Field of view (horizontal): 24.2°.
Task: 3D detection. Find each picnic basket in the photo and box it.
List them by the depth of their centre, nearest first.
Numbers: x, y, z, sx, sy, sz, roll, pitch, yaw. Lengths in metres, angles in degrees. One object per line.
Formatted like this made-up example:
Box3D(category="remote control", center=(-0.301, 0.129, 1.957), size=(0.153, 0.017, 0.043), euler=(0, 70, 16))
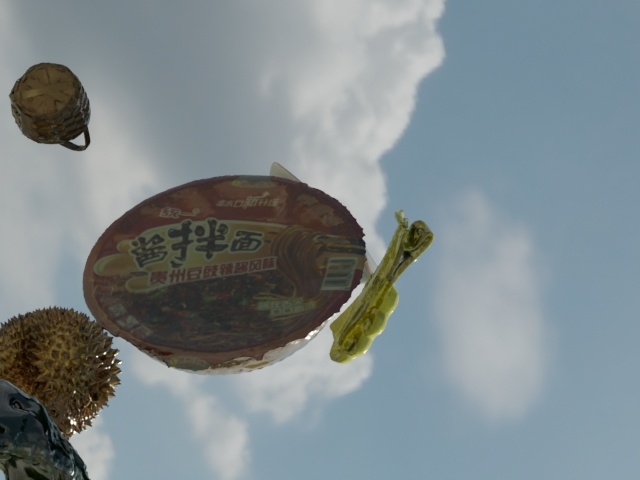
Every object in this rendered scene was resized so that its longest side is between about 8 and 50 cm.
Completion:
Box3D(category="picnic basket", center=(-0.232, -0.107, 1.293), size=(0.072, 0.072, 0.083), euler=(57, -15, 23))

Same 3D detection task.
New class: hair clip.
Box3D(category="hair clip", center=(0.058, 0.052, 1.535), size=(0.173, 0.046, 0.072), euler=(-62, -165, 14))

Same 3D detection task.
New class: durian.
Box3D(category="durian", center=(-0.297, 0.147, 1.644), size=(0.168, 0.158, 0.137), euler=(62, -1, 29))

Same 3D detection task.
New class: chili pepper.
Box3D(category="chili pepper", center=(-0.311, 0.153, 1.216), size=(0.148, 0.264, 0.116), euler=(20, -86, 43))

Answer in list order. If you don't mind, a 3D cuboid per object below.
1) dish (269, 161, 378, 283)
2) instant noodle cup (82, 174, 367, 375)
Box3D(category="dish", center=(0.000, 0.000, 2.087), size=(0.234, 0.064, 0.154), euler=(40, -13, 44))
Box3D(category="instant noodle cup", center=(-0.086, 0.051, 1.434), size=(0.274, 0.274, 0.091), euler=(39, -32, 41))
